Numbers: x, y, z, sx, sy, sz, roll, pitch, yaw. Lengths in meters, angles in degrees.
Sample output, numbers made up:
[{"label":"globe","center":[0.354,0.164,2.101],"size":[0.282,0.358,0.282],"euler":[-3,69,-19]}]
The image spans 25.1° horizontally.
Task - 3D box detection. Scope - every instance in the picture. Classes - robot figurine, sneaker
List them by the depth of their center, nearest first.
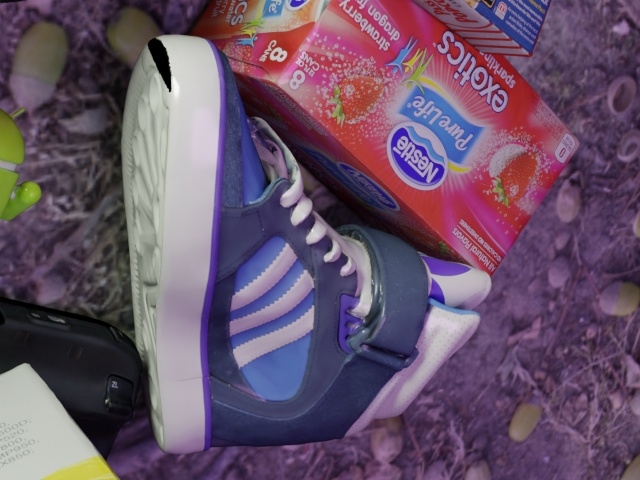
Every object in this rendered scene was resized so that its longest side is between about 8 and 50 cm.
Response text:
[{"label":"robot figurine","center":[-0.217,-0.034,0.848],"size":[0.101,0.067,0.115],"euler":[22,92,-28]},{"label":"sneaker","center":[0.000,0.001,0.939],"size":[0.236,0.130,0.323],"euler":[-9,128,-16]}]

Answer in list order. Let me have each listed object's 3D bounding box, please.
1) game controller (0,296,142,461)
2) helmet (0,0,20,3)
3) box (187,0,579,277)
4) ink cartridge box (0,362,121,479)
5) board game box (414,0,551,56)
[{"label":"game controller","center":[-0.260,0.104,0.883],"size":[0.319,0.067,0.166],"euler":[17,110,-39]},{"label":"helmet","center":[-0.183,-0.225,0.753],"size":[0.169,0.169,0.162],"euler":[-13,131,-33]},{"label":"box","center":[0.046,-0.096,0.987],"size":[0.257,0.122,0.128],"euler":[41,80,-39]},{"label":"ink cartridge box","center":[-0.120,0.271,0.751],"size":[0.160,0.384,0.279],"euler":[-27,118,-18]},{"label":"board game box","center":[0.108,-0.233,0.893],"size":[0.146,0.045,0.193],"euler":[29,79,-42]}]
